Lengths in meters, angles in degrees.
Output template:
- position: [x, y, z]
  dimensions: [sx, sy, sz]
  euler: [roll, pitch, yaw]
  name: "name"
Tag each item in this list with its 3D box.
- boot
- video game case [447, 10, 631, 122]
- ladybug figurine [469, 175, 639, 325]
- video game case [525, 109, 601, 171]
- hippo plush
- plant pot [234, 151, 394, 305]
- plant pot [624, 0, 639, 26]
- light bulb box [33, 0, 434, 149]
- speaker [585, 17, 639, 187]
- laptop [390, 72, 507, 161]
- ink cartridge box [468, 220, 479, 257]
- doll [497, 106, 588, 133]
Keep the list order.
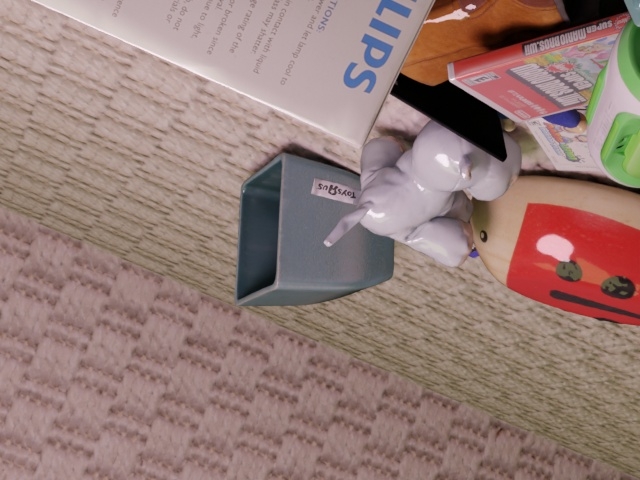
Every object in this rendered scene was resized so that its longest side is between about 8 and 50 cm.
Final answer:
- position: [0.149, -0.270, 1.199]
  dimensions: [0.280, 0.096, 0.264]
  euler: [-8, 161, 43]
  name: "boot"
- position: [0.309, -0.194, 1.213]
  dimensions: [0.285, 0.025, 0.204]
  euler: [-12, 166, 30]
  name: "video game case"
- position: [0.452, 0.028, 1.810]
  dimensions: [0.449, 0.161, 0.305]
  euler: [14, 160, 16]
  name: "ladybug figurine"
- position: [0.386, -0.143, 1.614]
  dimensions: [0.143, 0.019, 0.157]
  euler: [5, 157, 35]
  name: "video game case"
- position: [0.166, -0.121, 1.697]
  dimensions: [0.294, 0.234, 0.236]
  euler: [13, 136, -30]
  name: "hippo plush"
- position: [0.000, 0.000, 2.076]
  dimensions: [0.252, 0.247, 0.248]
  euler: [8, 166, -21]
  name: "plant pot"
- position: [0.356, -0.264, 0.898]
  dimensions: [0.234, 0.165, 0.165]
  euler: [-16, 168, -14]
  name: "plant pot"
- position: [-0.085, -0.302, 1.053]
  dimensions: [0.361, 0.225, 0.358]
  euler: [23, -159, -12]
  name: "light bulb box"
- position: [0.342, -0.140, 1.116]
  dimensions: [0.131, 0.131, 0.296]
  euler: [16, 171, 10]
  name: "speaker"
- position: [0.103, -0.204, 1.484]
  dimensions: [0.234, 0.136, 0.264]
  euler: [27, 167, -28]
  name: "laptop"
- position: [0.248, -0.009, 2.095]
  dimensions: [0.208, 0.045, 0.206]
  euler: [23, 161, -15]
  name: "ink cartridge box"
- position: [0.278, -0.197, 1.444]
  dimensions: [0.189, 0.129, 0.046]
  euler: [23, -159, -29]
  name: "doll"
